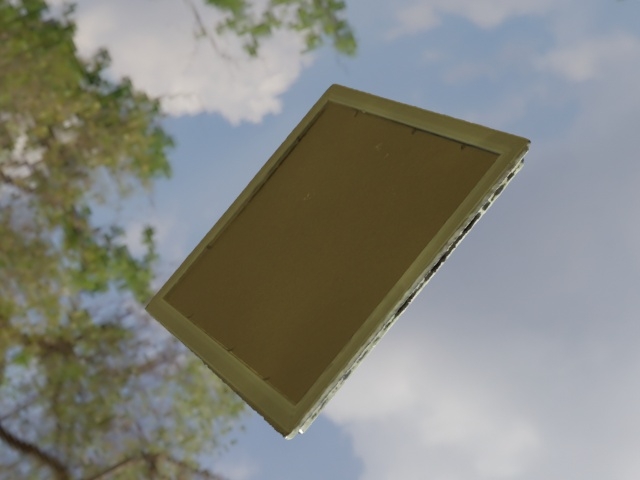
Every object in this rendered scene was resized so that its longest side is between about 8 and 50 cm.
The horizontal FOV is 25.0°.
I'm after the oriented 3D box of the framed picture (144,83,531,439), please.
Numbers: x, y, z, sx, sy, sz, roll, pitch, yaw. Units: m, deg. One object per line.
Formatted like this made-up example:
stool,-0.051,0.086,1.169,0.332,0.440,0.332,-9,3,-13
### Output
framed picture,0.000,0.000,0.899,0.217,0.017,0.274,-50,-154,-4
